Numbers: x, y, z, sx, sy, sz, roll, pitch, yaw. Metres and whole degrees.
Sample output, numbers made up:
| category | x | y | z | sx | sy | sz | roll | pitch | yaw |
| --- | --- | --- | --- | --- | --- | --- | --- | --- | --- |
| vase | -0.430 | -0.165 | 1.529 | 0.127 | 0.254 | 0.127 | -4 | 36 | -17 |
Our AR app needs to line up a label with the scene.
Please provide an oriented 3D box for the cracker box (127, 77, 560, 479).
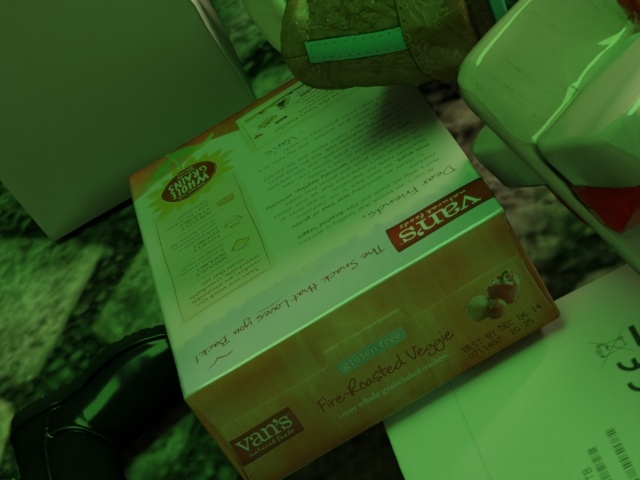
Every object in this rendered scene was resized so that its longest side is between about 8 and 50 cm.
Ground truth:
| category | x | y | z | sx | sy | sz | roll | pitch | yaw |
| --- | --- | --- | --- | --- | --- | --- | --- | --- | --- |
| cracker box | 0.000 | 0.000 | 0.802 | 0.156 | 0.067 | 0.232 | -30 | 28 | 3 |

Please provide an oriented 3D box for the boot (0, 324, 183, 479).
| category | x | y | z | sx | sy | sz | roll | pitch | yaw |
| --- | --- | --- | --- | --- | --- | --- | --- | --- | --- |
| boot | -0.104 | 0.106 | 0.814 | 0.121 | 0.045 | 0.099 | -31 | 38 | 13 |

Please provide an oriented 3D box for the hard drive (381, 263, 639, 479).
| category | x | y | z | sx | sy | sz | roll | pitch | yaw |
| --- | --- | --- | --- | --- | --- | --- | --- | --- | --- |
| hard drive | 0.212 | 0.068 | 0.654 | 0.353 | 0.047 | 0.233 | -28 | 41 | 7 |

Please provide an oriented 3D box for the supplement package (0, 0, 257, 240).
| category | x | y | z | sx | sy | sz | roll | pitch | yaw |
| --- | --- | --- | --- | --- | --- | --- | --- | --- | --- |
| supplement package | -0.159 | -0.151 | 0.981 | 0.149 | 0.194 | 0.203 | -30 | 41 | 5 |

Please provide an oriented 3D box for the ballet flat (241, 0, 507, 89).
| category | x | y | z | sx | sy | sz | roll | pitch | yaw |
| --- | --- | --- | --- | --- | --- | --- | --- | --- | --- |
| ballet flat | 0.017 | -0.152 | 0.874 | 0.124 | 0.116 | 0.342 | -19 | 25 | 7 |

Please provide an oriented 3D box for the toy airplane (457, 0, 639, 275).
| category | x | y | z | sx | sy | sz | roll | pitch | yaw |
| --- | --- | --- | --- | --- | --- | --- | --- | --- | --- |
| toy airplane | 0.226 | -0.139 | 0.657 | 0.386 | 0.272 | 0.384 | -79 | 15 | -46 |
